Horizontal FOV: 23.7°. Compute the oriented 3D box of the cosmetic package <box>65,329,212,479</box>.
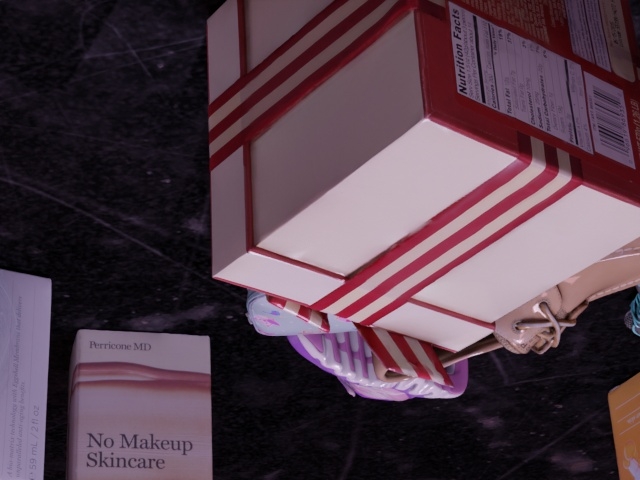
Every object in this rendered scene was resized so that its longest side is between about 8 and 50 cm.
[{"bbox_3d":[-0.192,0.254,1.602,0.153,0.296,0.129,2,151,-13],"label":"cosmetic package"}]

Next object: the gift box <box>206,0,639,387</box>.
[{"bbox_3d":[0.079,-0.064,1.078,0.276,0.255,0.258,24,140,-31],"label":"gift box"}]

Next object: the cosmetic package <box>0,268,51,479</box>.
[{"bbox_3d":[-0.384,0.138,1.439,0.225,0.224,0.138,12,149,-27],"label":"cosmetic package"}]

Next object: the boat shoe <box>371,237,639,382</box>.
[{"bbox_3d":[0.198,0.058,1.457,0.341,0.110,0.121,-20,149,32],"label":"boat shoe"}]

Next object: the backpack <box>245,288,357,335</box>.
[{"bbox_3d":[0.000,0.000,1.311,0.166,0.144,0.188,-2,149,9],"label":"backpack"}]

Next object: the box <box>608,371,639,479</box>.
[{"bbox_3d":[0.465,0.297,1.696,0.168,0.345,0.215,9,149,-22],"label":"box"}]

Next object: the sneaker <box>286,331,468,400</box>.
[{"bbox_3d":[0.045,0.122,1.601,0.236,0.095,0.104,21,151,-39],"label":"sneaker"}]

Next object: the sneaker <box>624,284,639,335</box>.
[{"bbox_3d":[0.345,0.074,1.570,0.076,0.065,0.166,-13,149,26],"label":"sneaker"}]
